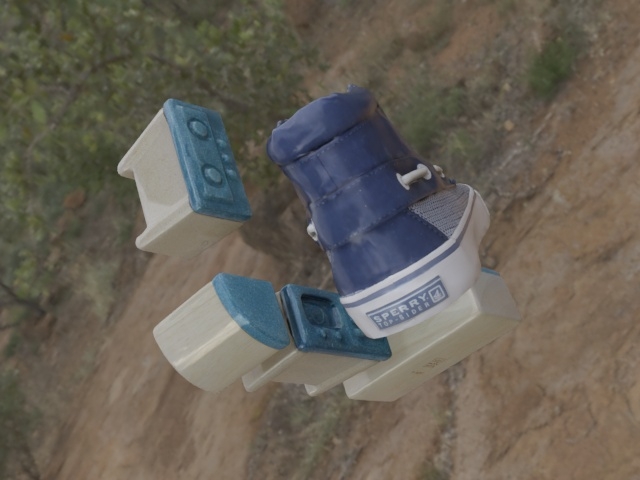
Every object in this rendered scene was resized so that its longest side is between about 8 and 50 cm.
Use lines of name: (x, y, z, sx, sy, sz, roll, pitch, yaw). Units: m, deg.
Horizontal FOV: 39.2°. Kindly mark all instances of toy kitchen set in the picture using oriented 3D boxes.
toy kitchen set: (0.000, 0.000, 0.577, 0.122, 0.207, 0.166, -37, 58, 31)

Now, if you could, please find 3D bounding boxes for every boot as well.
boot: (0.027, -0.026, 0.390, 0.069, 0.086, 0.190, -29, 5, 8)
